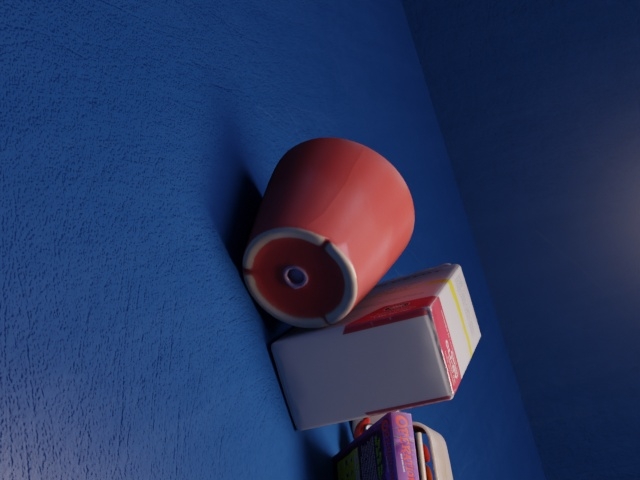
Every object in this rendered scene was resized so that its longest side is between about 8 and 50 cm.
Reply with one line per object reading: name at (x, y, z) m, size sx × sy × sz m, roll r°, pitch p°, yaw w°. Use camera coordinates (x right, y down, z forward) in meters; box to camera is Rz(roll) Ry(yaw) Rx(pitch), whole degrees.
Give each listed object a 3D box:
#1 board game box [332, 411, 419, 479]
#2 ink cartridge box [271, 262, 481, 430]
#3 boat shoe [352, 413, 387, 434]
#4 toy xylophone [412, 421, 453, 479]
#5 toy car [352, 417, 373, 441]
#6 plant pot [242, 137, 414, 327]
board game box at (0.094, 0.472, 1.499) m, size 0.056 × 0.208 × 0.346 m, roll 11°, pitch 52°, yaw -20°
ink cartridge box at (0.116, 0.178, 1.671) m, size 0.385 × 0.279 × 0.160 m, roll -30°, pitch 103°, yaw -71°
boat shoe at (0.130, 0.402, 1.818) m, size 0.088 × 0.096 × 0.267 m, roll -22°, pitch 96°, yaw -76°
toy xylophone at (0.223, 0.522, 1.996) m, size 0.236 × 0.081 × 0.322 m, roll 48°, pitch 30°, yaw -52°
toy car at (0.107, 0.442, 1.649) m, size 0.225 × 0.053 × 0.239 m, roll 170°, pitch -93°, yaw -79°
plant pot at (0.000, 0.000, 1.574) m, size 0.275 × 0.275 × 0.243 m, roll 65°, pitch 30°, yaw -23°
